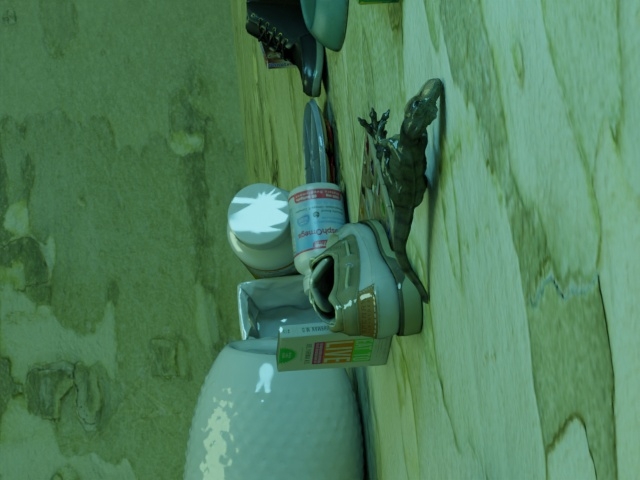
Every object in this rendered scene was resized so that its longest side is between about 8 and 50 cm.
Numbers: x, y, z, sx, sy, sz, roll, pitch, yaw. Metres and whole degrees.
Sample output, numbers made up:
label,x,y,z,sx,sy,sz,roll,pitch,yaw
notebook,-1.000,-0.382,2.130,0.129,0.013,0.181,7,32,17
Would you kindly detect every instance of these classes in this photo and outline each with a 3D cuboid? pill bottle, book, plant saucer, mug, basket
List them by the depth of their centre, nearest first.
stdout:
label,x,y,z,sx,sy,sz,roll,pitch,yaw
book,0.016,0.132,1.712,0.096,0.144,0.035,97,167,-60
plant saucer,-0.003,-0.436,1.952,0.317,0.043,0.318,175,90,-83
pill bottle,0.000,0.000,1.997,0.087,0.087,0.160,105,159,-69
mug,-0.073,0.317,2.045,0.374,0.276,0.328,-136,49,-83
basket,-0.046,0.127,2.155,0.103,0.167,0.113,86,177,-67
pill bottle,-0.075,-0.007,2.158,0.246,0.136,0.136,60,-158,-70

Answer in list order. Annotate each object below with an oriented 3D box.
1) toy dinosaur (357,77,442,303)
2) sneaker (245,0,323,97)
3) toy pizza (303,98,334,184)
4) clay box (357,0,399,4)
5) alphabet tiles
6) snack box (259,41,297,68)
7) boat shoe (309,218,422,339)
label,x,y,z,sx,sy,sz,roll,pitch,yaw
toy dinosaur,0.086,-0.068,1.399,0.118,0.064,0.268,-113,16,-49
sneaker,-0.060,-0.319,2.161,0.083,0.118,0.222,96,168,-54
toy pizza,0.001,-0.129,2.139,0.201,0.032,0.201,176,90,-82
clay box,0.049,-0.370,1.527,0.222,0.053,0.127,-104,12,-59
alphabet tiles,0.072,0.000,1.747,0.237,0.009,0.198,92,170,-45
snack box,-0.080,-0.365,2.507,0.178,0.064,0.022,-107,15,-61
boat shoe,0.036,0.043,1.614,0.302,0.103,0.113,-137,41,-75
